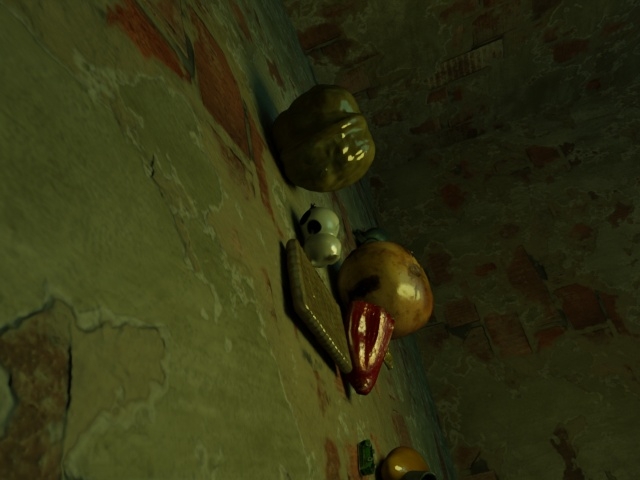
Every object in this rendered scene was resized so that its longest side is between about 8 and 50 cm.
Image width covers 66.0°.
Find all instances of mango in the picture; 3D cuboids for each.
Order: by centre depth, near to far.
[{"bbox_3d":[0.226,0.628,1.333,0.253,0.113,0.138,45,34,-50],"label":"mango"}]

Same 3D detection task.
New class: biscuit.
[{"bbox_3d":[-0.005,0.163,1.179,0.324,0.044,0.217,59,15,-46],"label":"biscuit"}]

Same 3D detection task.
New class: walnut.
[{"bbox_3d":[0.007,-0.285,1.414,0.282,0.277,0.253,64,2,25],"label":"walnut"}]

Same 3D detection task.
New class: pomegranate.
[{"bbox_3d":[0.199,0.156,1.550,0.322,0.322,0.322,-19,90,-78],"label":"pomegranate"}]

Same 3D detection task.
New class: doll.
[{"bbox_3d":[0.000,-0.004,1.316,0.107,0.110,0.180,52,24,-53],"label":"doll"}]

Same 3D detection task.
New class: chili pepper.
[{"bbox_3d":[0.110,0.286,1.315,0.144,0.136,0.252,62,31,-33],"label":"chili pepper"}]

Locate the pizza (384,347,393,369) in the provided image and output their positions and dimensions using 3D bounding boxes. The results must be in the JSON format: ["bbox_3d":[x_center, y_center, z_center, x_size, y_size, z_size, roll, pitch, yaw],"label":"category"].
[{"bbox_3d":[0.266,0.443,1.992,0.099,0.036,0.160,31,40,-72],"label":"pizza"}]

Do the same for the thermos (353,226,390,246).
[{"bbox_3d":[0.246,0.006,2.378,0.182,0.145,0.286,39,11,6],"label":"thermos"}]

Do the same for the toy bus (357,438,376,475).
[{"bbox_3d":[0.108,0.510,1.160,0.083,0.037,0.031,-86,154,-64],"label":"toy bus"}]

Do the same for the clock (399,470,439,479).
[{"bbox_3d":[0.236,0.697,1.170,0.281,0.056,0.280,21,65,-56],"label":"clock"}]
